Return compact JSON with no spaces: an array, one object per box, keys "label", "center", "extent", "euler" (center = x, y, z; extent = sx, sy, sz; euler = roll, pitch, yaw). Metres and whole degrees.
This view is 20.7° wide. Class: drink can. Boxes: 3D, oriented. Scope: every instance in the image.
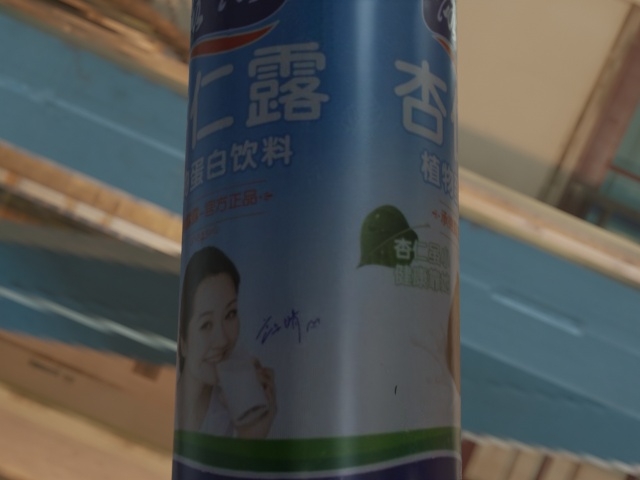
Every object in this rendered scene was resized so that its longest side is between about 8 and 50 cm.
[{"label":"drink can","center":[0.000,0.000,0.583],"extent":[0.097,0.097,0.235],"euler":[125,-31,-68]}]
